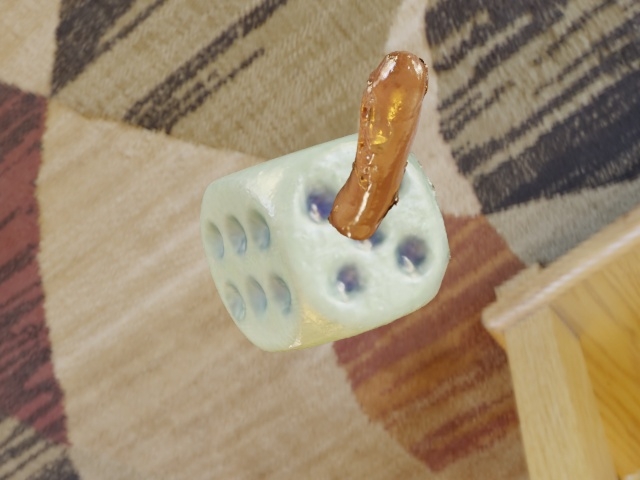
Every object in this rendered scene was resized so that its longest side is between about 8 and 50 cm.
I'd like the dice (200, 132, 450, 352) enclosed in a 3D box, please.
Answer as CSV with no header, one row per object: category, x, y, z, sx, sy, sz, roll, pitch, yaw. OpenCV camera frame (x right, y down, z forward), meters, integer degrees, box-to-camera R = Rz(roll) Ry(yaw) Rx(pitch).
dice,0.000,0.000,1.768,0.262,0.268,0.264,-19,95,-27

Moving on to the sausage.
sausage,0.066,-0.097,1.389,0.078,0.078,0.304,11,147,-3
